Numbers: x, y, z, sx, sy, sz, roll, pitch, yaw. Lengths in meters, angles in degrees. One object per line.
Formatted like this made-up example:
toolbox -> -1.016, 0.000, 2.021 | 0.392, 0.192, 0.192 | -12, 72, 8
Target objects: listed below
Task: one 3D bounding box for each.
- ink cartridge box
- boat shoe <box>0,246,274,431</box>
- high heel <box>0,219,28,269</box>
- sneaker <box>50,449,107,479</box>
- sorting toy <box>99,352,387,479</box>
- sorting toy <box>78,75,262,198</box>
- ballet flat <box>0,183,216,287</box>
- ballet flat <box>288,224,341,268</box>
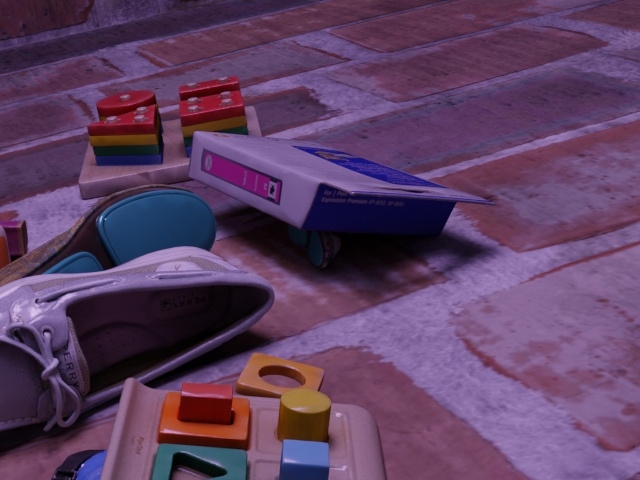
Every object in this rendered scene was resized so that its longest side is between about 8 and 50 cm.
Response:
ink cartridge box -> 0.009, -0.059, 1.323 | 0.176, 0.069, 0.371 | 3, 10, -31
boat shoe -> -0.189, 0.084, 1.039 | 0.320, 0.118, 0.103 | -17, 17, -38
high heel -> -0.403, 0.013, 1.348 | 0.117, 0.082, 0.244 | -4, 17, -4
sneaker -> -0.151, 0.189, 0.825 | 0.085, 0.058, 0.152 | -9, 23, 9
sorting toy -> -0.046, 0.141, 0.830 | 0.196, 0.047, 0.347 | 9, 20, -6
sorting toy -> -0.217, -0.161, 1.726 | 0.256, 0.089, 0.257 | -11, 21, -3
ballet flat -> -0.239, 0.035, 1.204 | 0.123, 0.123, 0.348 | 2, 24, 29
ballet flat -> 0.000, 0.000, 1.284 | 0.041, 0.041, 0.114 | -15, 22, -15
